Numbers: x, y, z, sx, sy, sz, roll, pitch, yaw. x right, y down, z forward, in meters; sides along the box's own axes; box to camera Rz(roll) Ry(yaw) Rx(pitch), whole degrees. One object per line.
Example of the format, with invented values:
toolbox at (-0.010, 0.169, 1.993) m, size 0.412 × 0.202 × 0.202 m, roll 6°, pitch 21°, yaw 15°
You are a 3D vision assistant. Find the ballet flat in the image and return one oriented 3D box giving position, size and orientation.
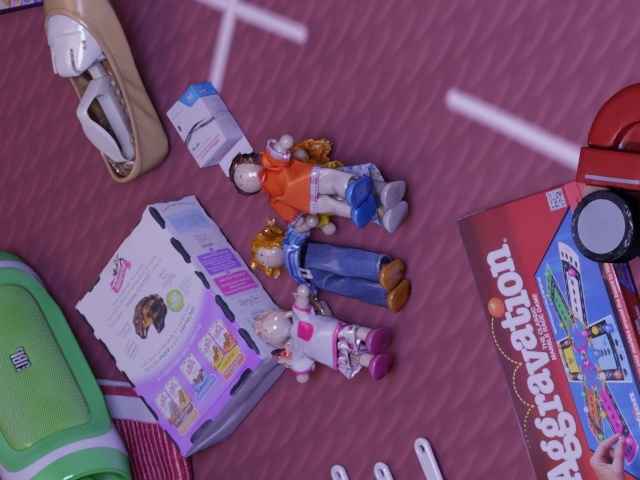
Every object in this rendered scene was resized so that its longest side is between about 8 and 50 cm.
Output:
ballet flat at (-0.213, -0.157, 1.903) m, size 0.080 × 0.073 × 0.232 m, roll -3°, pitch 124°, yaw 40°

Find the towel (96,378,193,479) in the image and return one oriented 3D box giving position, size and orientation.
towel at (-0.218, 0.309, 2.099) m, size 0.237 × 0.037 × 0.329 m, roll 1°, pitch 101°, yaw 39°

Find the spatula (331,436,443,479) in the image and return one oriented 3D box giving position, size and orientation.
spatula at (0.099, 0.307, 1.843) m, size 0.168 × 0.019 × 0.242 m, roll -26°, pitch 82°, yaw 46°

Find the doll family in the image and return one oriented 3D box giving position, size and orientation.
doll family at (0.000, 0.000, 1.810) m, size 0.163 × 0.118 × 0.263 m, roll 15°, pitch 127°, yaw 31°

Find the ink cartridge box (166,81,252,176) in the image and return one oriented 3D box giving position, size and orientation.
ink cartridge box at (-0.106, -0.105, 1.911) m, size 0.048 × 0.028 × 0.083 m, roll -45°, pitch 71°, yaw 38°

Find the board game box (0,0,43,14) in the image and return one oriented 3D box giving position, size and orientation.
board game box at (-0.307, -0.406, 1.978) m, size 0.233 × 0.078 × 0.347 m, roll -5°, pitch 97°, yaw 40°

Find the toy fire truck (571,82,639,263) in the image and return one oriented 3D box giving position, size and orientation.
toy fire truck at (0.303, -0.094, 1.502) m, size 0.217 × 0.158 × 0.246 m, roll 10°, pitch 95°, yaw 39°

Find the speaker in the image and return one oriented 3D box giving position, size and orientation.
speaker at (-0.298, 0.152, 2.035) m, size 0.131 × 0.131 × 0.296 m, roll -56°, pitch 50°, yaw 34°

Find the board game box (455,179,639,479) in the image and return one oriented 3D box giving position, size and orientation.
board game box at (0.216, 0.096, 1.687) m, size 0.145 × 0.027 × 0.281 m, roll -19°, pitch 88°, yaw 43°

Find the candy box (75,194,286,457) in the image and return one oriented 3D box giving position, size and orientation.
candy box at (-0.130, 0.083, 1.948) m, size 0.196 × 0.070 × 0.165 m, roll 53°, pitch 128°, yaw 18°
